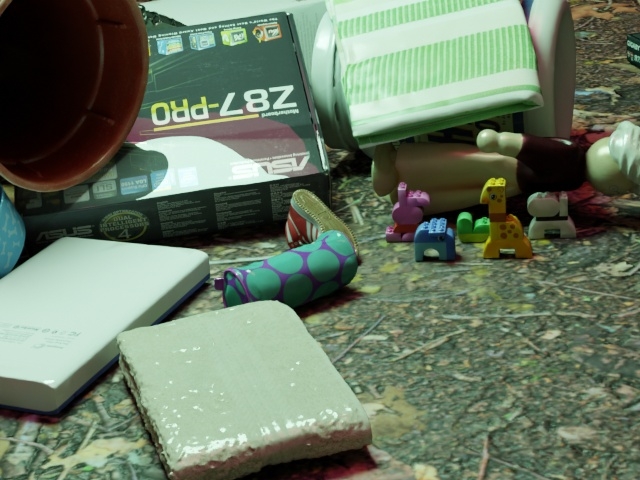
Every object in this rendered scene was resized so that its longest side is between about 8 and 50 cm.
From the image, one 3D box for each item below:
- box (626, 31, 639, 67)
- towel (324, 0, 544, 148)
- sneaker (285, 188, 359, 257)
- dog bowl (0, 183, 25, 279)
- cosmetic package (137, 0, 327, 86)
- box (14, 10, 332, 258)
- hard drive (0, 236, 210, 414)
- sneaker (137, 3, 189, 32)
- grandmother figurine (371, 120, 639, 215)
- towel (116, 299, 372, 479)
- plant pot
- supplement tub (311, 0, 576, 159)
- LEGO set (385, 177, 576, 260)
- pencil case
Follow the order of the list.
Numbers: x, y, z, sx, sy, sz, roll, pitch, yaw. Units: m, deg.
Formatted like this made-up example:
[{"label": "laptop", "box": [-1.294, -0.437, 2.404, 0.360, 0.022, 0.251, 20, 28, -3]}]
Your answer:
[{"label": "box", "box": [0.630, -0.306, 2.158, 0.220, 0.051, 0.175, -9, 23, -10]}, {"label": "towel", "box": [0.136, -0.261, 1.690, 0.247, 0.038, 0.325, -13, 49, 5]}, {"label": "sneaker", "box": [0.000, 0.000, 1.606, 0.042, 0.067, 0.118, -19, 56, -34]}, {"label": "dog bowl", "box": [-0.464, -0.024, 1.615, 0.166, 0.074, 0.297, -50, 46, -11]}, {"label": "cosmetic package", "box": [-0.125, -0.342, 2.286, 0.384, 0.156, 0.217, -15, 27, -24]}, {"label": "box", "box": [-0.203, -0.144, 1.759, 0.394, 0.097, 0.318, -8, 51, -4]}, {"label": "hard drive", "box": [-0.287, 0.083, 1.461, 0.210, 0.040, 0.318, 5, 25, 23]}, {"label": "sneaker", "box": [-0.251, -0.303, 2.052, 0.286, 0.130, 0.109, -10, 21, -14]}, {"label": "grandmother figurine", "box": [0.248, -0.086, 1.631, 0.342, 0.104, 0.208, -2, -2, 22]}, {"label": "towel", "box": [-0.082, 0.141, 1.271, 0.187, 0.049, 0.282, -13, 25, -14]}, {"label": "plant pot", "box": [-0.398, -0.225, 1.625, 0.265, 0.273, 0.272, 20, 33, 34]}, {"label": "supplement tub", "box": [0.171, -0.220, 1.823, 0.324, 0.236, 0.235, 2, 24, 19]}, {"label": "LEGO set", "box": [0.184, -0.034, 1.562, 0.227, 0.093, 0.087, -1, 23, 9]}, {"label": "pencil case", "box": [-0.035, 0.040, 1.476, 0.151, 0.065, 0.070, -20, 42, -31]}]
